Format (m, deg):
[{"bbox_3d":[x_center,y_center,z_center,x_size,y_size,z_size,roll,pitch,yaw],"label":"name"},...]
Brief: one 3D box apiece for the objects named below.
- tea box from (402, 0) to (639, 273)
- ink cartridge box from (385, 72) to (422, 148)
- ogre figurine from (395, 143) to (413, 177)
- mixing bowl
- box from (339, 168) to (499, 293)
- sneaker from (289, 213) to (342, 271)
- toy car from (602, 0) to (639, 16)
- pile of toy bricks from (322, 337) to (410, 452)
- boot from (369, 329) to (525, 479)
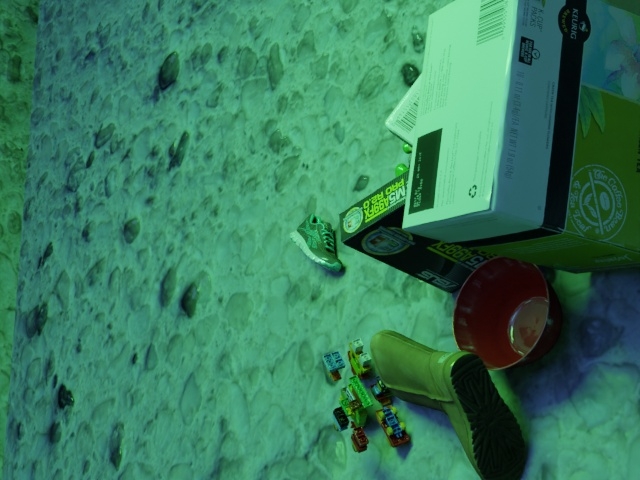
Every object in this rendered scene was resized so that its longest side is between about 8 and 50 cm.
[{"bbox_3d":[0.319,-0.147,1.391,0.220,0.324,0.329,-12,68,62],"label":"tea box"},{"bbox_3d":[0.299,-0.235,1.684,0.261,0.066,0.296,38,92,16],"label":"ink cartridge box"},{"bbox_3d":[0.191,-0.139,1.801,0.118,0.097,0.197,19,83,57],"label":"ogre figurine"},{"bbox_3d":[0.302,0.121,1.542,0.181,0.098,0.181,-24,55,40],"label":"mixing bowl"},{"bbox_3d":[0.199,-0.020,1.594,0.216,0.270,0.060,-32,48,35],"label":"box"},{"bbox_3d":[0.000,0.000,1.981,0.076,0.065,0.166,-55,42,8],"label":"sneaker"},{"bbox_3d":[0.441,-0.399,1.615,0.155,0.149,0.188,-52,30,2],"label":"toy car"},{"bbox_3d":[0.065,0.289,1.749,0.105,0.118,0.212,98,150,-51],"label":"pile of toy bricks"},{"bbox_3d":[0.197,0.259,1.594,0.269,0.089,0.236,0,111,67],"label":"boot"}]
